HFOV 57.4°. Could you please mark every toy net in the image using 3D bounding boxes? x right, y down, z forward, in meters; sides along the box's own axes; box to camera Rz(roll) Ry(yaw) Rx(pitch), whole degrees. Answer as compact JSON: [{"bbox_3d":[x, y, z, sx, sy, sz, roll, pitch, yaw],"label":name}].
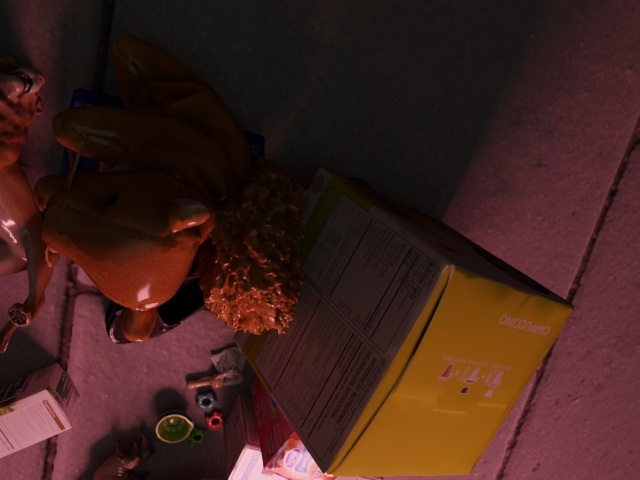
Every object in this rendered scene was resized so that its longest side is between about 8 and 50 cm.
[{"bbox_3d":[-0.211,0.310,1.141,0.122,0.045,0.232,40,97,-22],"label":"toy net"}]

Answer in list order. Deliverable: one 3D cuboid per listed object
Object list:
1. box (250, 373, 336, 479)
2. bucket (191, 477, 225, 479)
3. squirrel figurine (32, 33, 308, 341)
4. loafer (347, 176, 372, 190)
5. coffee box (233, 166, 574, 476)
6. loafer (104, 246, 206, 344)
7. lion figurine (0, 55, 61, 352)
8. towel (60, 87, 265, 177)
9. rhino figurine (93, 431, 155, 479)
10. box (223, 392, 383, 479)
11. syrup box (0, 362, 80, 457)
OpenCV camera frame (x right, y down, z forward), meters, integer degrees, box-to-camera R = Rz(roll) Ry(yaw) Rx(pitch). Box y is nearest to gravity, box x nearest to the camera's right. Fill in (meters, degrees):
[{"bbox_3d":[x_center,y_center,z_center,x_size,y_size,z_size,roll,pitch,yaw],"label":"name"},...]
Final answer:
[{"bbox_3d":[-0.034,0.310,1.065,0.128,0.257,0.123,33,101,-21],"label":"box"},{"bbox_3d":[-0.235,0.620,1.142,0.281,0.183,0.281,-13,121,-23],"label":"bucket"},{"bbox_3d":[-0.168,-0.036,0.770,0.397,0.370,0.281,27,107,-22],"label":"squirrel figurine"},{"bbox_3d":[0.000,0.000,1.054,0.267,0.084,0.096,-44,111,5],"label":"loafer"},{"bbox_3d":[0.123,0.136,0.949,0.337,0.334,0.338,18,105,-39],"label":"coffee box"},{"bbox_3d":[-0.257,0.098,0.996,0.302,0.095,0.109,-35,128,15],"label":"loafer"},{"bbox_3d":[-0.463,-0.060,0.857,0.142,0.240,0.392,0,114,4],"label":"lion figurine"},{"bbox_3d":[-0.262,-0.108,0.969,0.308,0.076,0.228,12,113,-17],"label":"towel"},{"bbox_3d":[-0.395,0.478,1.146,0.106,0.073,0.243,22,102,-22],"label":"rhino figurine"},{"bbox_3d":[-0.039,0.416,1.152,0.290,0.169,0.087,20,104,-19],"label":"box"},{"bbox_3d":[-0.564,0.318,1.038,0.237,0.093,0.096,-23,112,-4],"label":"syrup box"}]
